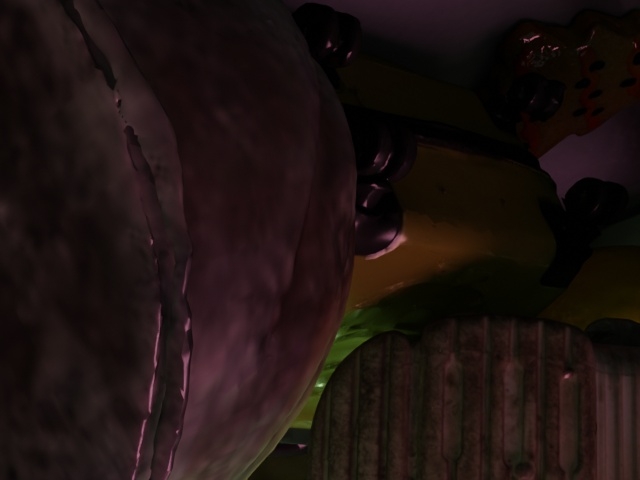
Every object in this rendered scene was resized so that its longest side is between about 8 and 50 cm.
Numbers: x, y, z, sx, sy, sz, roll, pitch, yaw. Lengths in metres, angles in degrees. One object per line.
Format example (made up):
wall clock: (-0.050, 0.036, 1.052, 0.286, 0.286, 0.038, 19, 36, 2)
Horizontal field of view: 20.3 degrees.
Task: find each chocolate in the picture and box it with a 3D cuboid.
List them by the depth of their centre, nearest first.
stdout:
chocolate: (-0.101, -0.018, 0.691, 0.213, 0.303, 0.303, -18, 156, -52)

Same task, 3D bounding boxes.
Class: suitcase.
suitcase: (0.000, 0.000, 0.879, 0.194, 0.143, 0.235, 10, 136, -44)

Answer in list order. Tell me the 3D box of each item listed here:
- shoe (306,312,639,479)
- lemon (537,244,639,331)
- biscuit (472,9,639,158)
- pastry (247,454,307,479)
shoe: (0.174, 0.121, 0.845, 0.351, 0.171, 0.198, 9, 166, 7)
lemon: (0.181, 0.092, 1.115, 0.178, 0.178, 0.203, 2, 166, -36)
biscuit: (0.142, -0.087, 0.958, 0.130, 0.019, 0.119, -21, 150, -5)
pastry: (-0.025, 0.288, 1.150, 0.389, 0.312, 0.388, -19, 147, -13)
